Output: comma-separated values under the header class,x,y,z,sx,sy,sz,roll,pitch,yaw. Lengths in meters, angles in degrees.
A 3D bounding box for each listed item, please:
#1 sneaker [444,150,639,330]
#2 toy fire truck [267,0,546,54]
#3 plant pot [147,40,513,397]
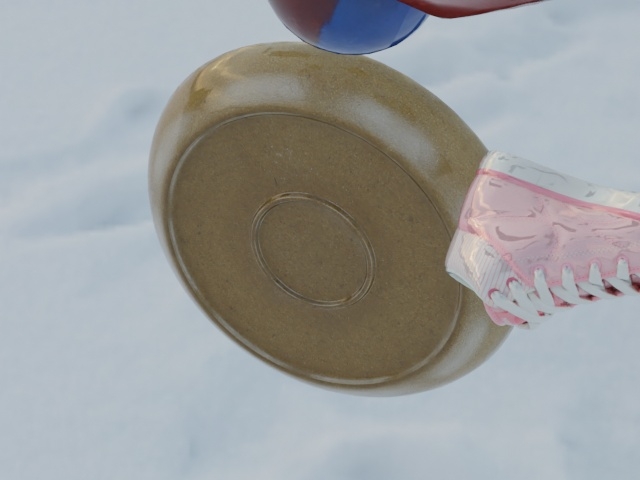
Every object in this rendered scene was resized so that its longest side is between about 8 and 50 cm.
class,x,y,z,sx,sy,sz,roll,pitch,yaw
sneaker,0.109,0.013,0.678,0.134,0.051,0.070,21,77,37
toy fire truck,0.054,-0.169,0.377,0.169,0.253,0.302,22,-3,-17
plant pot,0.000,0.000,0.933,0.236,0.236,0.032,18,38,18
